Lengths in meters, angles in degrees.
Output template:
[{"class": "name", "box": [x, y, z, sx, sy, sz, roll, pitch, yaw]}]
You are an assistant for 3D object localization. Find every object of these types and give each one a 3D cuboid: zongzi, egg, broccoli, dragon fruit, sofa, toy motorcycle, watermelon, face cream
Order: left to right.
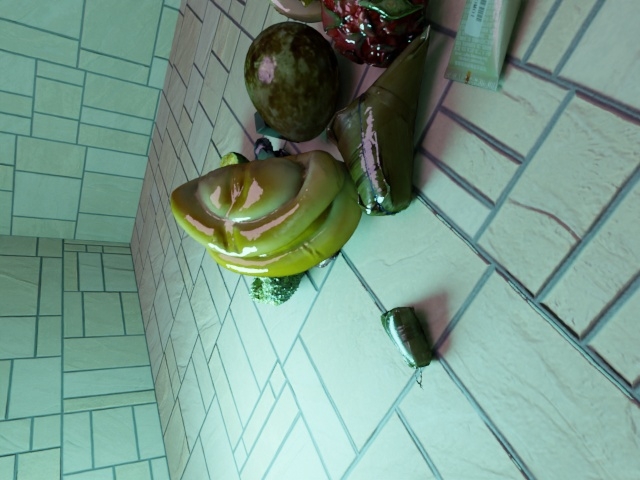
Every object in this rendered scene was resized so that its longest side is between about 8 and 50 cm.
[{"class": "watermelon", "box": [-0.280, -0.182, 1.512, 0.204, 0.127, 0.232, -44, 47, 45]}, {"class": "broccoli", "box": [-0.130, 0.066, 1.210, 0.226, 0.176, 0.198, 52, 129, 28]}, {"class": "toy motorcycle", "box": [-0.125, -0.191, 1.300, 0.270, 0.106, 0.159, 41, 124, 38]}, {"class": "sofa", "box": [-0.114, -0.331, 1.259, 0.060, 0.147, 0.085, -25, 68, 49]}, {"class": "egg", "box": [-0.065, -0.391, 1.113, 0.238, 0.238, 0.290, -23, 85, 54]}, {"class": "dragon fruit", "box": [0.107, -0.471, 0.916, 0.293, 0.233, 0.234, -85, 11, -71]}, {"class": "zongzi", "box": [0.159, -0.214, 0.859, 0.289, 0.122, 0.260, -39, 61, 37]}, {"class": "zongzi", "box": [0.166, 0.206, 0.863, 0.130, 0.062, 0.154, 125, 124, -69]}, {"class": "face cream", "box": [0.290, -0.429, 0.720, 0.137, 0.084, 0.342, 46, 132, 52]}]

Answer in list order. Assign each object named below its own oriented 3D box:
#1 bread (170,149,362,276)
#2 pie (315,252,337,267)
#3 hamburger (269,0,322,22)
[{"class": "bread", "box": [-0.119, -0.097, 1.044, 0.423, 0.245, 0.329, -6, 53, 24]}, {"class": "pie", "box": [0.000, 0.000, 1.141, 0.153, 0.038, 0.154, -15, 72, 59]}, {"class": "hamburger", "box": [-0.028, -0.651, 1.001, 0.225, 0.290, 0.291, -15, -66, -78]}]
